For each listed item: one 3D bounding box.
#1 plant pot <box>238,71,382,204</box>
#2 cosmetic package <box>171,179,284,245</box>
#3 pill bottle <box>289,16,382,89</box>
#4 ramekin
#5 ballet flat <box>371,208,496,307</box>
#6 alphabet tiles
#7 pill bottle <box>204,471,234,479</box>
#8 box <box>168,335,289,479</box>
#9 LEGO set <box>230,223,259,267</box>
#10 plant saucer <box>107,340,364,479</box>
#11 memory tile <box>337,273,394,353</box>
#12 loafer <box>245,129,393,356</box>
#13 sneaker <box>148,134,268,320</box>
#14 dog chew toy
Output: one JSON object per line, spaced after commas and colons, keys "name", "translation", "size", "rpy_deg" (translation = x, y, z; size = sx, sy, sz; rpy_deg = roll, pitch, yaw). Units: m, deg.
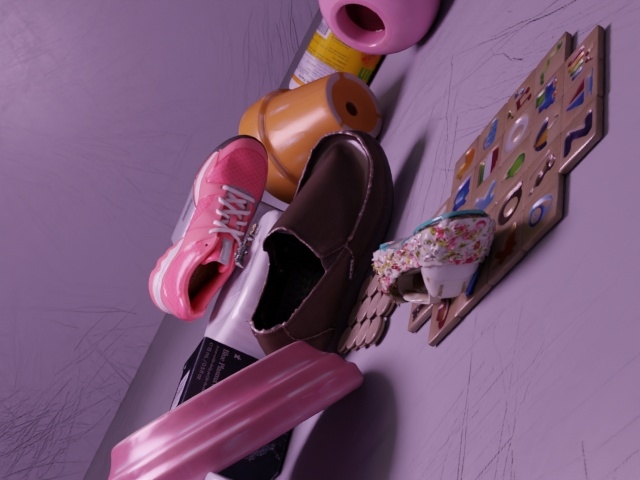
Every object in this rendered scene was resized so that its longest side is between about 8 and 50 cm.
{"name": "plant pot", "translation": [-0.003, -0.188, 1.880], "size": [0.188, 0.205, 0.205], "rpy_deg": [-31, 32, 43]}
{"name": "cosmetic package", "translation": [-0.130, -0.008, 1.925], "size": [0.224, 0.224, 0.138], "rpy_deg": [-149, 81, -79]}
{"name": "pill bottle", "translation": [0.023, -0.320, 2.145], "size": [0.246, 0.136, 0.136], "rpy_deg": [-61, 12, 16]}
{"name": "ramekin", "translation": [-0.069, 0.088, 1.675], "size": [0.277, 0.135, 0.277], "rpy_deg": [-59, 12, 21]}
{"name": "ballet flat", "translation": [0.118, 0.024, 1.116], "size": [0.241, 0.091, 0.077], "rpy_deg": [145, 119, -75]}
{"name": "alphabet tiles", "translation": [0.188, -0.056, 1.153], "size": [0.342, 0.011, 0.285], "rpy_deg": [-53, 16, 44]}
{"name": "pill bottle", "translation": [-0.109, 0.401, 1.041], "size": [0.334, 0.188, 0.188], "rpy_deg": [-67, 12, -11]}
{"name": "box", "translation": [-0.125, 0.241, 1.528], "size": [0.093, 0.158, 0.156], "rpy_deg": [-52, 17, 49]}
{"name": "LEGO set", "translation": [-0.116, 0.007, 1.652], "size": [0.054, 0.023, 0.083], "rpy_deg": [-59, 12, 26]}
{"name": "plant saucer", "translation": [-0.110, 0.211, 1.270], "size": [0.332, 0.084, 0.332], "rpy_deg": [-30, -7, -4]}
{"name": "memory tile", "translation": [0.065, 0.086, 1.390], "size": [0.113, 0.012, 0.148], "rpy_deg": [-67, 11, -17]}
{"name": "loafer", "translation": [0.000, 0.000, 1.484], "size": [0.134, 0.130, 0.366], "rpy_deg": [-1, 65, 31]}
{"name": "sneaker", "translation": [-0.152, -0.010, 1.727], "size": [0.314, 0.116, 0.136], "rpy_deg": [-65, 29, 3]}
{"name": "dog chew toy", "translation": [0.130, -0.469, 1.872], "size": [0.332, 0.206, 0.206], "rpy_deg": [-62, 9, -33]}
